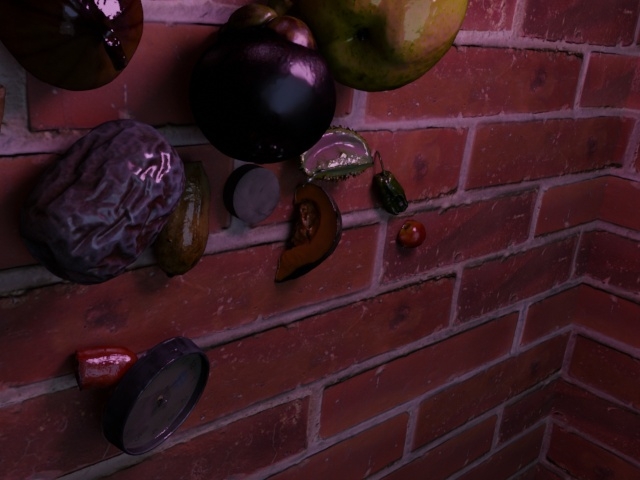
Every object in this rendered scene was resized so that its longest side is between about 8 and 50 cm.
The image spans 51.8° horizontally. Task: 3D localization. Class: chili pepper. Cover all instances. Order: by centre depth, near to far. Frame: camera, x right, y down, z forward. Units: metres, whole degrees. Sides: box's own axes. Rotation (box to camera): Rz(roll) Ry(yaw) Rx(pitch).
[{"bbox_3d":[-0.430,0.266,1.397,0.192,0.084,0.086,1,123,-40],"label":"chili pepper"},{"bbox_3d":[0.187,-0.144,1.827,0.072,0.073,0.204,-39,131,-7],"label":"chili pepper"}]

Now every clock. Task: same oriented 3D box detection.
[{"bbox_3d":[-0.354,0.345,1.459,0.280,0.056,0.280,-45,153,-31],"label":"clock"}]

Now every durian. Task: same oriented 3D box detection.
[{"bbox_3d":[0.018,-0.205,1.616,0.221,0.095,0.137,-17,83,-37],"label":"durian"}]

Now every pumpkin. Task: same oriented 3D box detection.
[{"bbox_3d":[0.002,0.003,1.639,0.111,0.163,0.278,2,108,-44],"label":"pumpkin"}]

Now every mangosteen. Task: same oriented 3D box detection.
[{"bbox_3d":[-0.125,-0.305,1.313,0.297,0.313,0.297,-31,168,-7],"label":"mangosteen"}]

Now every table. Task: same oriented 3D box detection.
[{"bbox_3d":[-0.158,-0.108,1.520,0.134,0.043,0.133,-20,121,-37],"label":"table"}]

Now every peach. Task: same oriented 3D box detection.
[{"bbox_3d":[0.282,-0.013,1.979,0.098,0.061,0.098,-13,110,-42],"label":"peach"}]

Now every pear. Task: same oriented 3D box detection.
[{"bbox_3d":[0.125,-0.491,1.381,0.391,0.391,0.390,-20,121,-37],"label":"pear"}]

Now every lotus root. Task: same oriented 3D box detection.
[{"bbox_3d":[-0.289,-0.042,1.387,0.110,0.097,0.258,-2,105,-41],"label":"lotus root"}]

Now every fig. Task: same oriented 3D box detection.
[{"bbox_3d":[-0.399,-0.362,1.064,0.235,0.214,0.234,0,90,-26],"label":"fig"}]

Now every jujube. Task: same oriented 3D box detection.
[{"bbox_3d":[-0.386,-0.073,1.200,0.317,0.226,0.226,-52,136,-21],"label":"jujube"}]

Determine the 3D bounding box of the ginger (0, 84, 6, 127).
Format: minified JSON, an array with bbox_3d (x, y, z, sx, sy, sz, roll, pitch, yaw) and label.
[{"bbox_3d":[-0.609,-0.167,0.998,0.276,0.130,0.221,-40,121,-23],"label":"ginger"}]
